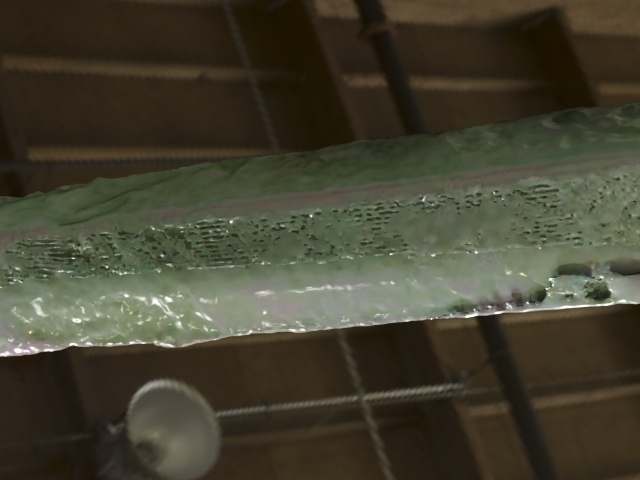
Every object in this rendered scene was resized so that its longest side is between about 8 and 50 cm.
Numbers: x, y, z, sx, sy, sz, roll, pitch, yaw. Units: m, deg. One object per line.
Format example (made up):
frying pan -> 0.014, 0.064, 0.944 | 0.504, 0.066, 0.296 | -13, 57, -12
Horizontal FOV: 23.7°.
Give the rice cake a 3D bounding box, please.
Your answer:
rice cake -> 0.000, 0.000, 0.365 | 0.034, 0.210, 0.043 | -72, -28, -61
